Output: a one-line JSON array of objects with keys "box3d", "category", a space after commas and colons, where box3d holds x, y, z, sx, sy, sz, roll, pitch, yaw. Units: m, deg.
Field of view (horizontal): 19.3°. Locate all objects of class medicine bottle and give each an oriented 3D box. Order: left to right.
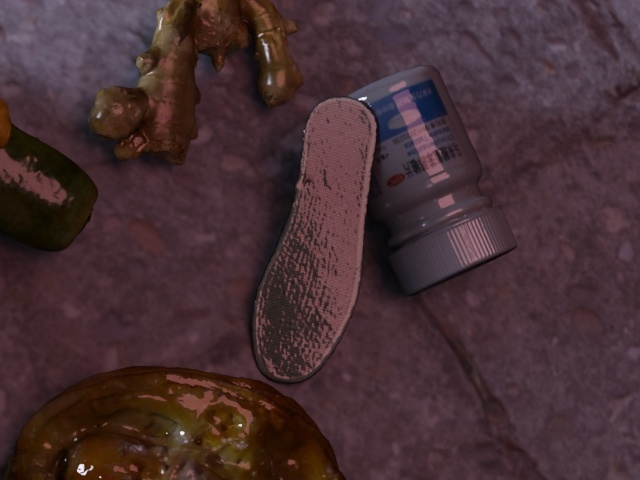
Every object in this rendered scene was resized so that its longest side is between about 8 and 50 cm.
[{"box3d": [0.081, -0.049, 1.529, 0.105, 0.105, 0.168, -22, 86, -34], "category": "medicine bottle"}]

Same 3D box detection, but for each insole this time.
[{"box3d": [0.000, 0.000, 1.472, 0.080, 0.003, 0.232, 14, 86, -8], "category": "insole"}]

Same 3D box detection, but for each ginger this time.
[{"box3d": [-0.101, -0.142, 1.485, 0.193, 0.052, 0.176, 7, 70, -37], "category": "ginger"}]

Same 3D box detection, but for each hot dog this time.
[{"box3d": [-0.092, 0.182, 1.341, 0.259, 0.114, 0.175, 17, 65, -26], "category": "hot dog"}]

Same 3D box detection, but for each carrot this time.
[{"box3d": [-0.320, -0.098, 1.329, 0.358, 0.074, 0.074, 30, 61, -16], "category": "carrot"}]

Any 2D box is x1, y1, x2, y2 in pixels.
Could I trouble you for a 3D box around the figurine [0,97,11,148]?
[{"box3d": [-0.339, -0.018, 1.186, 0.320, 0.196, 0.323, 32, 78, -9], "category": "figurine"}]
